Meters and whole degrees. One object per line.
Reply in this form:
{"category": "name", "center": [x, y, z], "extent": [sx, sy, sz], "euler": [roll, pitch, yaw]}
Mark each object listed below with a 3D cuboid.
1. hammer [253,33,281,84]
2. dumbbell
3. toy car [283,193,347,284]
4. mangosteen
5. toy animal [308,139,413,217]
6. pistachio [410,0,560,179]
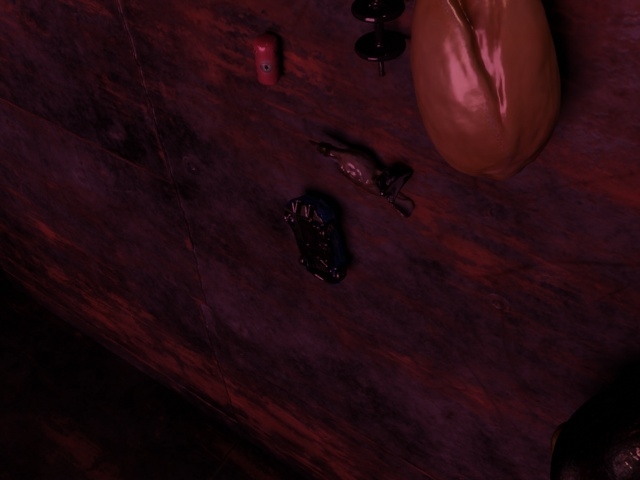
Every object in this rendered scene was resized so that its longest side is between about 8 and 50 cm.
{"category": "hammer", "center": [-0.083, -0.280, 1.117], "extent": [0.043, 0.043, 0.083], "euler": [28, 146, 21]}
{"category": "dumbbell", "center": [0.076, -0.276, 0.928], "extent": [0.069, 0.069, 0.147], "euler": [23, 143, 28]}
{"category": "toy car", "center": [0.000, 0.000, 1.343], "extent": [0.103, 0.063, 0.216], "euler": [21, 148, 31]}
{"category": "mangosteen", "center": [0.470, 0.342, 1.062], "extent": [0.288, 0.288, 0.288], "euler": [28, 145, 21]}
{"category": "toy animal", "center": [0.063, -0.110, 1.143], "extent": [0.202, 0.070, 0.105], "euler": [31, 165, 10]}
{"category": "pistachio", "center": [0.189, -0.188, 0.831], "extent": [0.162, 0.181, 0.293], "euler": [-16, 128, 11]}
